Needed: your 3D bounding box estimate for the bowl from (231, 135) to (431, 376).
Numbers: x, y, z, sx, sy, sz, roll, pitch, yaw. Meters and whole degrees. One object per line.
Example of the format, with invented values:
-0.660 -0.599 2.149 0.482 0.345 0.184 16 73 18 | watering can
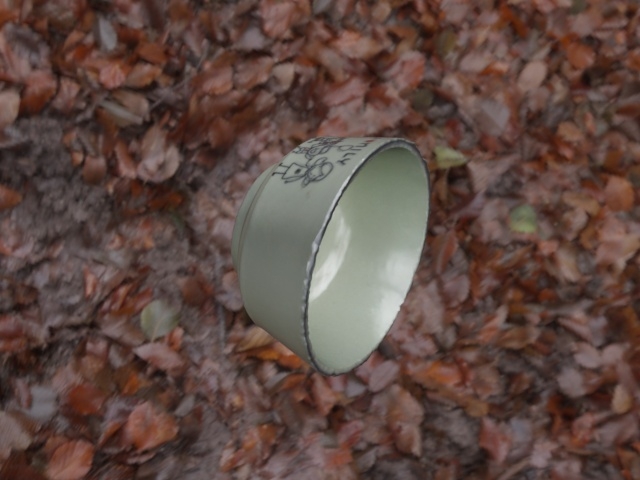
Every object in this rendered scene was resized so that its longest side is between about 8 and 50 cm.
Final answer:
0.000 0.000 0.838 0.112 0.211 0.211 20 56 26 | bowl
